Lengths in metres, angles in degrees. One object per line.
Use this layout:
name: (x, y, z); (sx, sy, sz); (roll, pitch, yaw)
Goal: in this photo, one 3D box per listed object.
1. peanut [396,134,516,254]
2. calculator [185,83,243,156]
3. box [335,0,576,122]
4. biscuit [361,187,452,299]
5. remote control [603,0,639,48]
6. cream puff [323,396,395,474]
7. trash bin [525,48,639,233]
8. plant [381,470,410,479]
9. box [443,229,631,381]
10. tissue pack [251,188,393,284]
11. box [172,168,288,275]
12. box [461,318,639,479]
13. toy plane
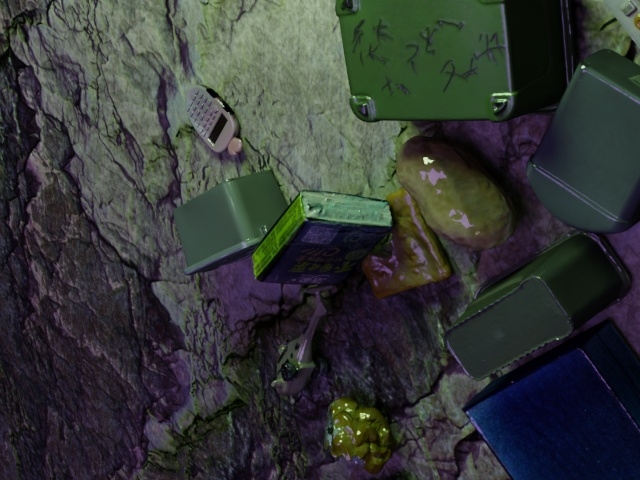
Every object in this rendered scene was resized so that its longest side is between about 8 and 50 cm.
peanut: (0.210, -0.074, 1.618); (0.224, 0.129, 0.129); (53, 135, 17)
calculator: (-0.202, -0.228, 1.972); (0.166, 0.024, 0.103); (50, 133, 14)
box: (0.185, -0.286, 1.499); (0.329, 0.178, 0.252); (5, 115, 40)
biscuit: (0.131, 0.011, 1.787); (0.183, 0.039, 0.174); (-26, 93, 44)
remote control: (0.421, -0.350, 1.355); (0.313, 0.055, 0.109); (54, 144, 2)
cream puff: (0.074, 0.372, 1.968); (0.156, 0.156, 0.121); (12, 76, 37)
trash bin: (0.397, -0.125, 1.435); (0.177, 0.101, 0.236); (39, 136, 25)
plant: (0.118, 0.500, 2.013); (0.174, 0.085, 0.087); (-23, 55, 48)
box: (0.315, 0.106, 1.577); (0.138, 0.178, 0.274); (55, 134, 6)
tissue pack: (0.000, 0.000, 1.781); (0.235, 0.173, 0.073); (131, 137, -53)
box: (-0.166, -0.035, 1.949); (0.243, 0.163, 0.135); (-23, 85, 46)
box: (0.410, 0.303, 1.632); (0.261, 0.116, 0.279); (55, 134, 5)
toy plane: (-0.034, 0.204, 2.001); (0.108, 0.092, 0.286); (62, 143, 35)
